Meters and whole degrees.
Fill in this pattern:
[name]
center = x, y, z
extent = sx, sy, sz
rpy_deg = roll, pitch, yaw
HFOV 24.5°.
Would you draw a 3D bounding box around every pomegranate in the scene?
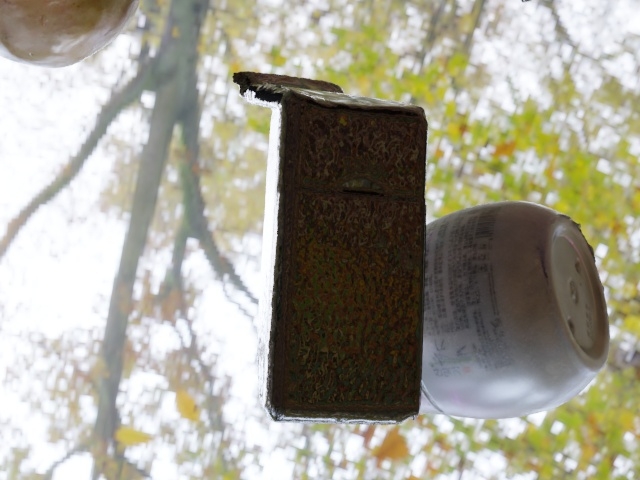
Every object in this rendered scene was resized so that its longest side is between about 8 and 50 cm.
[pomegranate]
center = -0.348, -0.363, 1.971
extent = 0.270, 0.252, 0.229
rpy_deg = -10, -153, 16

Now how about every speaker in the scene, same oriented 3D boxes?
[speaker]
center = 0.000, 0.000, 1.593
extent = 0.180, 0.184, 0.388
rpy_deg = 5, -95, -28

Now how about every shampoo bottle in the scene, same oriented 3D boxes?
[shampoo bottle]
center = 0.210, 0.092, 1.874
extent = 0.266, 0.273, 0.273
rpy_deg = -13, -149, 28

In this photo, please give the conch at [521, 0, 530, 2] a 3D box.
[conch]
center = 0.214, -0.340, 1.411
extent = 0.186, 0.241, 0.313
rpy_deg = 49, -170, 7
